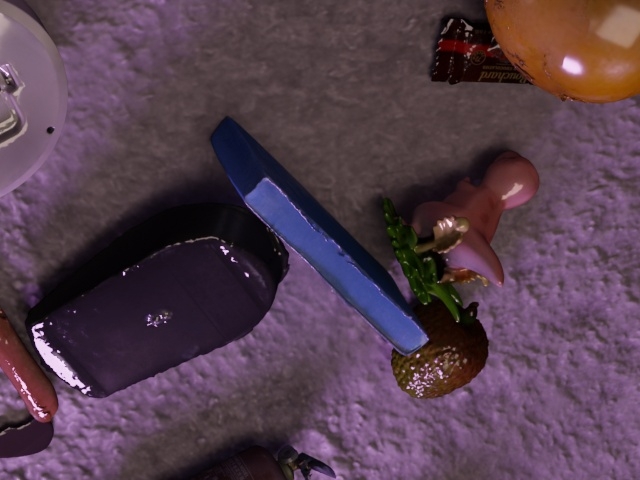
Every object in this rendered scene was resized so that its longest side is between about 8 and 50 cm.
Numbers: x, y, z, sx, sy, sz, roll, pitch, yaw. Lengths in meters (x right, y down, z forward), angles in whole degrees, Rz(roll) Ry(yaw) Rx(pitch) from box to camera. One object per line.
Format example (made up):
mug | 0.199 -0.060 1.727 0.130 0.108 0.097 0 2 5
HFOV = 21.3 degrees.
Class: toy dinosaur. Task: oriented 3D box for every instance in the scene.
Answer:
toy dinosaur | 0.177 -0.006 1.943 0.177 0.194 0.152 -21 117 12

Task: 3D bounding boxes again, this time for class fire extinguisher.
fire extinguisher | -0.116 0.317 2.006 0.269 0.105 0.104 -26 124 -10

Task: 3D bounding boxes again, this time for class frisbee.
frisbee | -0.421 0.247 1.885 0.211 0.012 0.187 24 105 -33

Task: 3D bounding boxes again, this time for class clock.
clock | -0.363 -0.145 1.659 0.230 0.083 0.230 -12 121 -21

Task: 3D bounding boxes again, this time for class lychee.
lychee | 0.144 0.127 2.018 0.114 0.114 0.146 21 118 -32

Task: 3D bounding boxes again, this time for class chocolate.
chocolate | 0.211 -0.209 1.920 0.182 0.028 0.086 1 118 -27

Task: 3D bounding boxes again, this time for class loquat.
loquat | 0.288 -0.262 1.809 0.235 0.235 0.235 -11 120 -19

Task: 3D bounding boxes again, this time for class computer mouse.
computer mouse | -0.178 0.055 1.853 0.295 0.087 0.168 -27 132 7

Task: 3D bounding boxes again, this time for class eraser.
eraser | 0.000 0.000 1.865 0.043 0.144 0.312 -41 126 7

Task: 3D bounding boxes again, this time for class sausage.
sausage | -0.334 0.126 1.841 0.043 0.043 0.186 -32 125 -6
